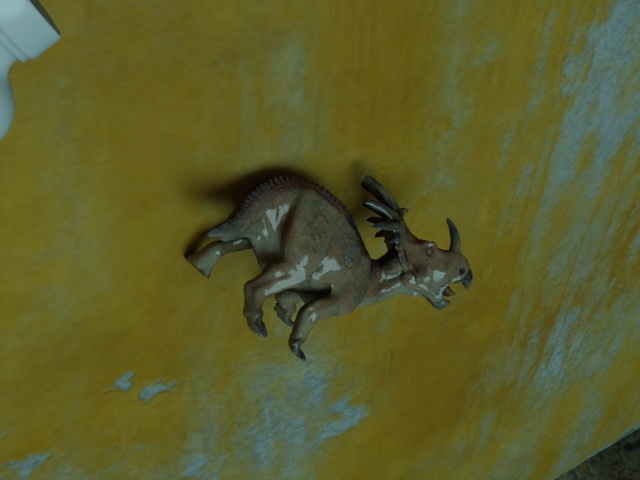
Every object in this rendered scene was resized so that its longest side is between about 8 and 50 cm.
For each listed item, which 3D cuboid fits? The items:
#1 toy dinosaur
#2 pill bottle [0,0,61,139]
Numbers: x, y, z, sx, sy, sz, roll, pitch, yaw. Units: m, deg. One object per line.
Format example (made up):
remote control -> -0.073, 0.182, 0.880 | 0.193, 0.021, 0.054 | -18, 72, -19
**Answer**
toy dinosaur -> 0.000, 0.000, 0.947 | 0.200, 0.127, 0.295 | -50, 133, 4
pill bottle -> -0.285, -0.078, 0.556 | 0.264, 0.146, 0.146 | -36, 146, -1
